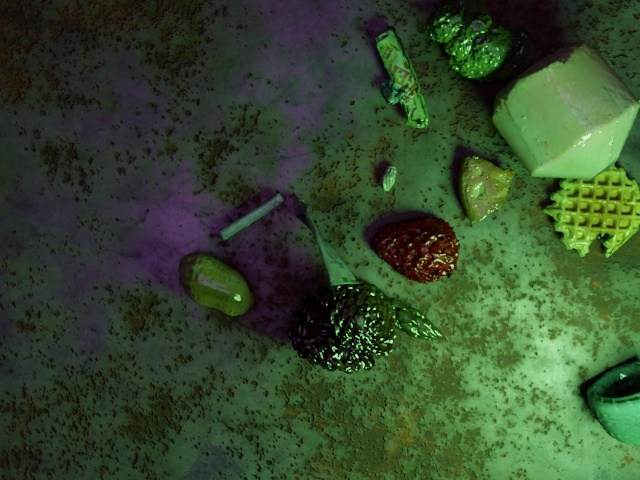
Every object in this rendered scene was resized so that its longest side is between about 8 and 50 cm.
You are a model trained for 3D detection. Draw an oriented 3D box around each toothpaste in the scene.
[{"bbox_3d":[0.000,0.000,1.398,0.048,0.075,0.301,-43,52,18],"label":"toothpaste"}]

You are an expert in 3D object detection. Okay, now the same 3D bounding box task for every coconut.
[{"bbox_3d":[0.613,-0.297,1.351,0.298,0.297,0.309,-33,87,1],"label":"coconut"}]

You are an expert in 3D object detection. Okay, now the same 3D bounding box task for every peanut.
[{"bbox_3d":[-0.280,0.121,1.446,0.224,0.129,0.129,29,93,-3],"label":"peanut"}]

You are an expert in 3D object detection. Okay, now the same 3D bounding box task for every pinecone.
[{"bbox_3d":[0.044,0.222,1.399,0.246,0.292,0.246,13,70,-40],"label":"pinecone"}]

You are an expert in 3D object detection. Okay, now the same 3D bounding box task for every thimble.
[{"bbox_3d":[0.842,0.434,1.453,0.235,0.198,0.143,-23,97,29],"label":"thimble"}]

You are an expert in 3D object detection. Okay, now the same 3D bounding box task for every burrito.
[{"bbox_3d":[0.204,-0.425,1.449,0.104,0.054,0.287,-23,94,1],"label":"burrito"}]

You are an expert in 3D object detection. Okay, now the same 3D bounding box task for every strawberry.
[{"bbox_3d":[0.258,0.024,1.454,0.237,0.111,0.190,11,96,-1],"label":"strawberry"}]

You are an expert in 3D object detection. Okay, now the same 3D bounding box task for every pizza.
[{"bbox_3d":[0.449,-0.155,1.474,0.161,0.062,0.181,-22,89,7],"label":"pizza"}]

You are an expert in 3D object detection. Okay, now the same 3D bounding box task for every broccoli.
[{"bbox_3d":[0.372,-0.532,1.395,0.254,0.186,0.302,-29,72,-33],"label":"broccoli"}]

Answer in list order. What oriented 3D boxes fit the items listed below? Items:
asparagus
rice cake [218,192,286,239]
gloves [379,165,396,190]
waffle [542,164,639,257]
[{"bbox_3d":[0.212,0.202,1.484,0.287,0.080,0.080,29,93,-3],"label":"asparagus"},{"bbox_3d":[-0.186,-0.065,1.479,0.208,0.033,0.033,-32,92,1],"label":"rice cake"},{"bbox_3d":[0.184,-0.174,1.480,0.044,0.037,0.080,9,101,34],"label":"gloves"},{"bbox_3d":[0.753,-0.085,1.483,0.261,0.056,0.250,-42,93,4],"label":"waffle"}]
